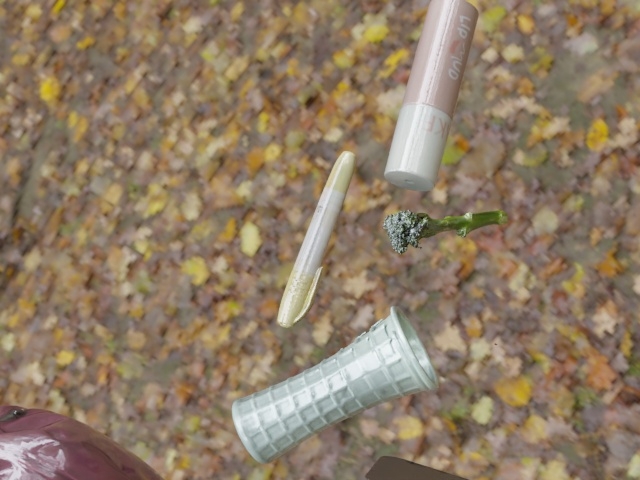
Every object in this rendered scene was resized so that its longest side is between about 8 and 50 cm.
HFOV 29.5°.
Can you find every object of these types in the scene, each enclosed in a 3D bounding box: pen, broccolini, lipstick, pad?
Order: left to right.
[{"bbox_3d":[0.000,0.000,1.510,0.040,0.032,0.233,21,88,14],"label":"pen"},{"bbox_3d":[0.147,-0.194,1.602,0.070,0.070,0.254,2,70,40],"label":"lipstick"},{"bbox_3d":[0.188,-0.029,1.738,0.067,0.216,0.058,42,132,45],"label":"broccolini"},{"bbox_3d":[0.192,0.239,1.294,0.250,0.323,0.055,18,49,1],"label":"pad"}]

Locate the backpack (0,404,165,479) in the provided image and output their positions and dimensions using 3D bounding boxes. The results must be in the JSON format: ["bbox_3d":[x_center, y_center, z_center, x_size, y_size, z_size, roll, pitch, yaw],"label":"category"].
[{"bbox_3d":[-0.266,0.292,1.249,0.283,0.317,0.197,3,56,38],"label":"backpack"}]

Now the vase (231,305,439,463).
[{"bbox_3d":[0.016,0.227,1.851,0.299,0.143,0.143,-28,50,9],"label":"vase"}]
